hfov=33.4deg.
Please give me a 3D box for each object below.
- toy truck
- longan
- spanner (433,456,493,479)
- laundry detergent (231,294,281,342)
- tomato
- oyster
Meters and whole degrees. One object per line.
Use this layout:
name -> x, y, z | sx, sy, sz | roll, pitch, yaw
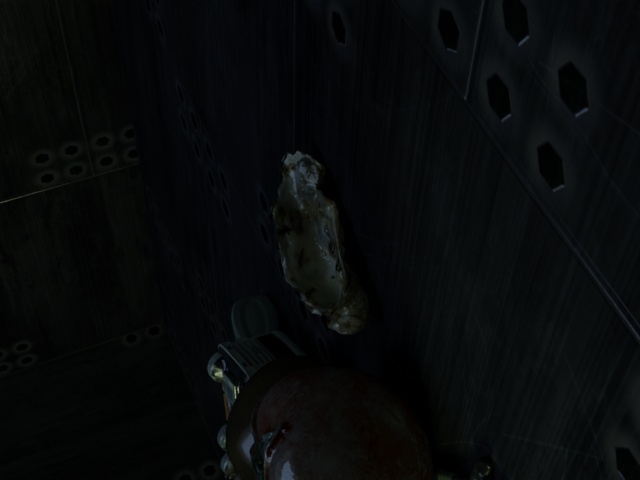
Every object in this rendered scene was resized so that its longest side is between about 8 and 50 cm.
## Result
toy truck -> -0.094, 0.373, 2.194 | 0.173, 0.207, 0.388 | 39, 140, 50
longan -> -0.051, 0.338, 1.927 | 0.258, 0.258, 0.258 | 162, 90, -75
spanner -> 0.194, 0.339, 1.501 | 0.316, 0.024, 0.087 | 149, 104, -76
laundry detergent -> -0.125, 0.283, 2.360 | 0.215, 0.105, 0.280 | -112, 13, -58
tomato -> 0.019, 0.344, 1.592 | 0.316, 0.282, 0.317 | 180, 90, -78
oyster -> 0.006, -0.001, 1.682 | 0.166, 0.094, 0.294 | -5, 93, 56
